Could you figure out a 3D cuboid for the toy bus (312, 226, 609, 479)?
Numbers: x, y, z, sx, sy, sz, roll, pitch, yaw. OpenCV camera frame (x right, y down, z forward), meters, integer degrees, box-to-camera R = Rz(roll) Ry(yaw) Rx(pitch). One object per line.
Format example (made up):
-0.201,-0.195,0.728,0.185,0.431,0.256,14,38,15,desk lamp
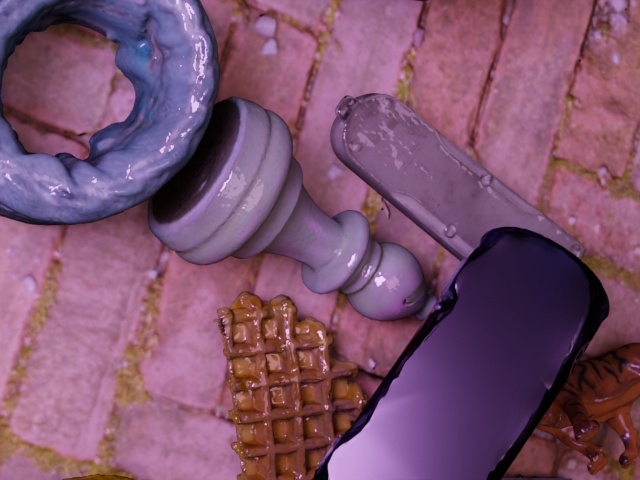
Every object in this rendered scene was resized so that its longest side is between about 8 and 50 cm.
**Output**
0.109,0.137,0.979,0.127,0.147,0.303,34,80,7,toy bus

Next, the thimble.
-0.185,-0.122,0.902,0.198,0.143,0.235,41,75,-17,thimble

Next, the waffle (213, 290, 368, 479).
-0.043,0.142,1.028,0.160,0.046,0.192,-43,105,-11,waffle

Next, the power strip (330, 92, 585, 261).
0.120,-0.035,1.065,0.286,0.048,0.080,37,81,-17,power strip

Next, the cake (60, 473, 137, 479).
-0.186,0.325,0.942,0.179,0.156,0.261,-17,95,0,cake

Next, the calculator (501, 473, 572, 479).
0.122,0.298,1.094,0.274,0.028,0.166,5,93,-25,calculator

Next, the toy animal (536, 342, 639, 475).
0.291,0.133,1.122,0.255,0.116,0.114,-16,142,-20,toy animal

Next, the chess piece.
0.000,0.000,1.002,0.271,0.139,0.139,31,85,-30,chess piece

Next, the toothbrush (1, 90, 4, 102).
-0.315,-0.128,0.933,0.131,0.011,0.013,14,96,-20,toothbrush
